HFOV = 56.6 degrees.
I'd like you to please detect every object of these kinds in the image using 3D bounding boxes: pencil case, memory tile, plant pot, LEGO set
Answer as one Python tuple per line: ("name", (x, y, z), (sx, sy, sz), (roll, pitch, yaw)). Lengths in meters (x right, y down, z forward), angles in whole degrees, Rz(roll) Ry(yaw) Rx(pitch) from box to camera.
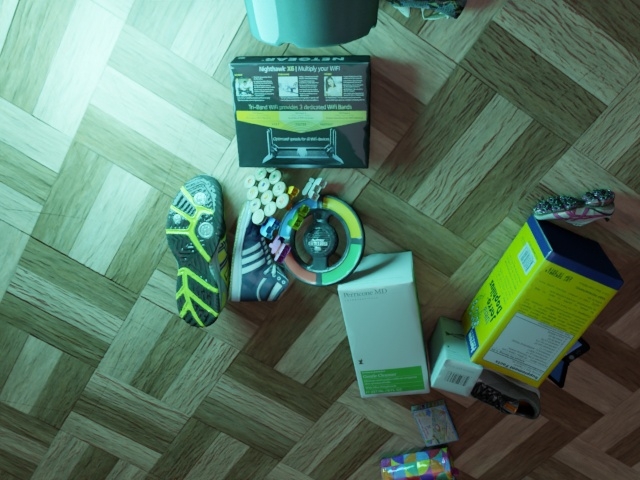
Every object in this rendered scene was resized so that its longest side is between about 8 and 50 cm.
("pencil case", (0.308, 0.720, 1.866), (0.236, 0.104, 0.104), (-13, 117, 14))
("memory tile", (-0.131, -0.118, 1.425), (0.113, 0.148, 0.012), (-32, 146, 23))
("plant pot", (-0.022, -0.554, 1.080), (0.341, 0.341, 0.334), (0, 128, 5))
("LEGO set", (-0.090, -0.072, 1.446), (0.087, 0.093, 0.227), (29, 91, -34))

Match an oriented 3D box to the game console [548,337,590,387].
("game console", (0.650, 0.306, 1.609), (0.144, 0.085, 0.124), (39, 116, -16))

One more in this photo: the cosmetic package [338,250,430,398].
("cosmetic package", (0.172, 0.226, 1.572), (0.196, 0.155, 0.366), (-9, 119, 11))

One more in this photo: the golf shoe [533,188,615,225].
("golf shoe", (0.606, -0.064, 1.418), (0.186, 0.067, 0.086), (-8, 119, 10))

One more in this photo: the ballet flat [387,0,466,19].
("ballet flat", (0.205, -0.489, 1.227), (0.188, 0.070, 0.070), (9, 119, 4))

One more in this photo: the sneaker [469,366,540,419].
("sneaker", (0.500, 0.429, 1.680), (0.271, 0.108, 0.100), (17, 121, -2))

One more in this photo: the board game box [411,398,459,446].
("board game box", (0.350, 0.558, 1.811), (0.103, 0.026, 0.154), (-17, 116, 14))

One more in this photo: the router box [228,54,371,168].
("router box", (-0.041, -0.289, 1.348), (0.308, 0.081, 0.243), (2, 119, 5))

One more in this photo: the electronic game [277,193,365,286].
("electronic game", (0.000, 0.000, 1.472), (0.229, 0.048, 0.229), (0, 90, 19))

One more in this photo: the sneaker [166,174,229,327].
("sneaker", (-0.305, 0.021, 1.523), (0.145, 0.147, 0.385), (6, 101, 5))

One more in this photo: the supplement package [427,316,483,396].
("supplement package", (0.355, 0.306, 1.583), (0.105, 0.179, 0.105), (15, 119, -3))

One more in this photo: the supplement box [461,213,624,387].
("supplement box", (0.530, 0.152, 1.473), (0.194, 0.195, 0.357), (23, 118, -7))

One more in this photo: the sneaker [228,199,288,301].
("sneaker", (-0.148, 0.036, 1.532), (0.153, 0.099, 0.282), (7, 114, -7))
